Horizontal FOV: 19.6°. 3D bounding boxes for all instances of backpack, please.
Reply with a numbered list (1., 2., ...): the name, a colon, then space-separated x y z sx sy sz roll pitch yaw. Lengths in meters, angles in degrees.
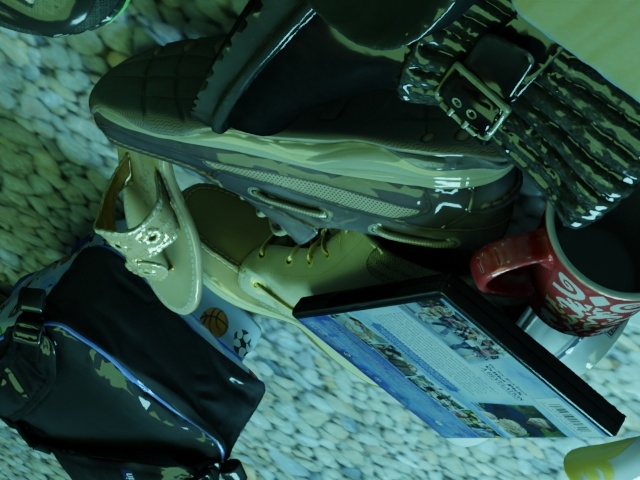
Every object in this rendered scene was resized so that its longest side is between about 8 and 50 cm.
1. backpack: -0.208 0.117 1.792 0.276 0.213 0.263 47 140 -18

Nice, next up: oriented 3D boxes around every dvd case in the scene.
1. dvd case: 0.099 0.094 1.429 0.180 0.022 0.253 40 160 -17

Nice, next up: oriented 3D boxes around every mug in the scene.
1. mug: 0.185 0.002 1.322 0.150 0.113 0.169 14 165 1

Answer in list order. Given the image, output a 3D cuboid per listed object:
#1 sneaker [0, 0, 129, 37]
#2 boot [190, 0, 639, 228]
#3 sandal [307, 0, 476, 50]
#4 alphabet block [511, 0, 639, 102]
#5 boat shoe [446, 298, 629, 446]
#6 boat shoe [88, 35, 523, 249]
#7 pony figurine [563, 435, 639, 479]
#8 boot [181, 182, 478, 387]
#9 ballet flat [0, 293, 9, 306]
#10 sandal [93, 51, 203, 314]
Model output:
1. sneaker: -0.292 -0.290 1.177 0.185 0.202 0.483 -24 129 20
2. boot: 0.079 -0.104 1.182 0.260 0.131 0.348 35 151 -10
3. sandal: 0.093 -0.253 0.867 0.167 0.107 0.445 47 132 17
4. alphabet block: 0.245 -0.170 0.930 0.193 0.192 0.197 33 151 -10
5. boat shoe: 0.152 0.093 1.544 0.088 0.096 0.267 37 150 -6
6. boat shoe: -0.018 -0.059 1.382 0.355 0.132 0.130 13 129 28
7. pony figurine: 0.352 0.153 1.274 0.351 0.303 0.363 53 144 26
8. boot: 0.000 0.000 1.533 0.262 0.095 0.203 35 148 5
9. ballet flat: -0.371 0.105 2.050 0.342 0.116 0.124 6 164 30
10. sandal: -0.158 -0.034 1.533 0.088 0.079 0.240 21 126 37
